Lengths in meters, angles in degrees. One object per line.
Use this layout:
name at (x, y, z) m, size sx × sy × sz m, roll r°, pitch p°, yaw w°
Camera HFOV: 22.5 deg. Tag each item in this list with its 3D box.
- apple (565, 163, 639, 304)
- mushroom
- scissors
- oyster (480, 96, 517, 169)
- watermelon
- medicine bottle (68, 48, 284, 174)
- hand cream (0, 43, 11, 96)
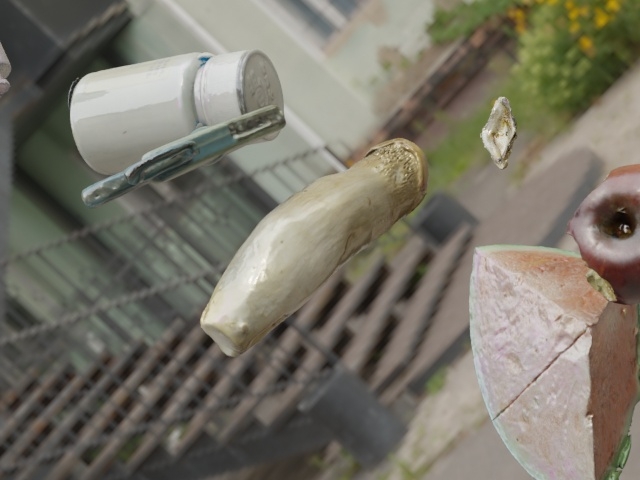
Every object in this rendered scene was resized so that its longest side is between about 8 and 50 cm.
apple at (0.368, -0.004, 1.831) m, size 0.147 × 0.156 × 0.158 m, roll -7°, pitch -14°, yaw 23°
mushroom at (0.000, 0.000, 1.719) m, size 0.351 × 0.095 × 0.123 m, roll -39°, pitch -27°, yaw -40°
scissors at (-0.130, -0.098, 1.722) m, size 0.138 × 0.041 × 0.289 m, roll -28°, pitch -1°, yaw 42°
oyster at (0.229, -0.135, 2.027) m, size 0.051 × 0.034 × 0.093 m, roll 7°, pitch 86°, yaw 63°
watermelon at (0.370, 0.170, 2.248) m, size 0.222 × 0.292 × 0.319 m, roll -9°, pitch 16°, yaw -26°
medicine bottle at (-0.188, -0.172, 2.112) m, size 0.258 × 0.143 × 0.143 m, roll -8°, pitch 23°, yaw 25°
hand cream at (-0.478, -0.266, 2.269) m, size 0.053 × 0.142 × 0.084 m, roll -4°, pitch -33°, yaw -47°
